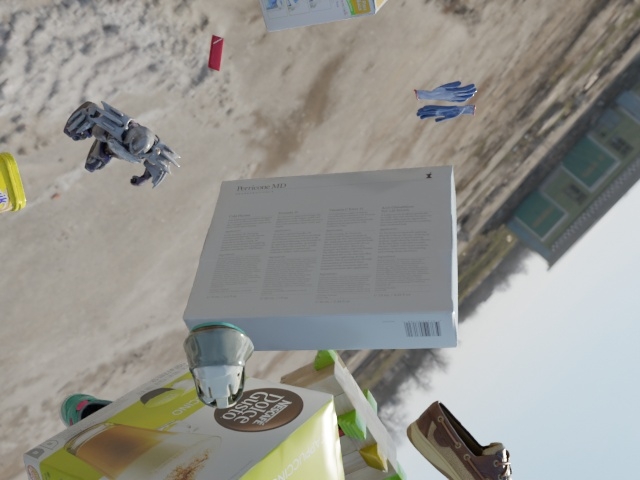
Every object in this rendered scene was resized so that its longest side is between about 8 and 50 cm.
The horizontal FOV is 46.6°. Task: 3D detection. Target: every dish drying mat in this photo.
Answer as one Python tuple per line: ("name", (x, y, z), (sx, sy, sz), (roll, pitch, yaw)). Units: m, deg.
("dish drying mat", (-0.251, -0.451, 1.785), (0.032, 0.083, 0.008), (13, 167, -34))

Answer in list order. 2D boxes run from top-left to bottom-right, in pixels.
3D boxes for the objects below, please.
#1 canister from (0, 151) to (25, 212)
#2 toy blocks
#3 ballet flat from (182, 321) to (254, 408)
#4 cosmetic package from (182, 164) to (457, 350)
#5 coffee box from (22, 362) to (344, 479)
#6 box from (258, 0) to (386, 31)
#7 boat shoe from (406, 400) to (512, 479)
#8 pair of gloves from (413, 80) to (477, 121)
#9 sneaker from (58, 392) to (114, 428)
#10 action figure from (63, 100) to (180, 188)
("canister", (-0.715, -0.103, 1.537), (0.170, 0.073, 0.126), (-25, 114, -44))
("toy blocks", (-0.011, 0.431, 1.655), (0.261, 0.381, 0.190), (-26, -161, 14))
("ballet flat", (-0.107, 0.145, 0.808), (0.072, 0.068, 0.213), (-5, 160, -7))
("cosmetic package", (0.013, 0.024, 1.113), (0.097, 0.378, 0.284), (73, 20, -48))
("coffee box", (-0.180, 0.427, 1.137), (0.338, 0.335, 0.337), (-28, 116, -51))
("box", (0.005, -0.440, 1.281), (0.114, 0.203, 0.103), (-59, 141, -52))
("boat shoe", (0.344, 0.474, 1.555), (0.123, 0.342, 0.123), (-52, 163, 14))
("pair of gloves", (0.325, -0.359, 1.928), (0.198, 0.160, 0.023), (55, 36, -69))
("sneaker", (-0.479, 0.470, 1.743), (0.123, 0.295, 0.178), (-50, -165, -26))
("action figure", (-0.351, -0.166, 1.272), (0.099, 0.185, 0.285), (-50, -148, -15))
